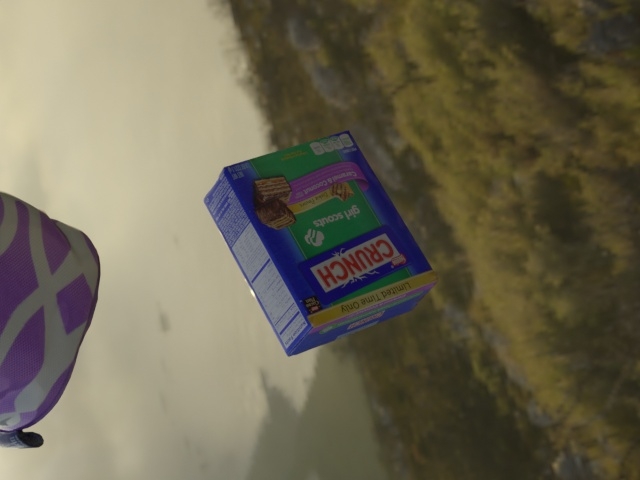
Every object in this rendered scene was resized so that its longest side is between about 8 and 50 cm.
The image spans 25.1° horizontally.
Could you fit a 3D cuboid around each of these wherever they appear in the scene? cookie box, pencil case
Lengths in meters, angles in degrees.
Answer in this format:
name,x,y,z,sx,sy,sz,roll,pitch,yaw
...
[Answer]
name,x,y,z,sx,sy,sz,roll,pitch,yaw
cookie box,0.000,0.000,0.817,0.107,0.091,0.040,60,146,17
pencil case,-0.173,0.000,0.486,0.088,0.206,0.086,3,70,52
